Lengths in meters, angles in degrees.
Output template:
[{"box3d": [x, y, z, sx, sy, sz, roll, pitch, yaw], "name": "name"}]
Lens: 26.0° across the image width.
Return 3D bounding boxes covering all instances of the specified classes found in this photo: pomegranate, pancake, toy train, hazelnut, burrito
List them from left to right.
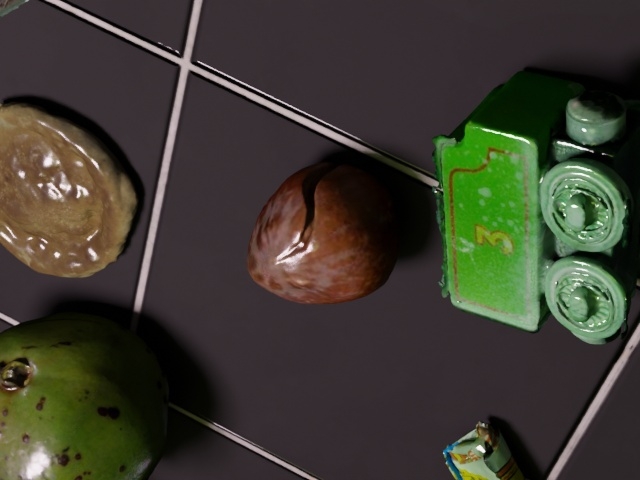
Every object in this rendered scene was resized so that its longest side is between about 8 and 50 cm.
[{"box3d": [-0.302, -0.050, 1.516, 0.236, 0.042, 0.222, -15, 116, 37], "name": "pancake"}, {"box3d": [-0.286, 0.213, 1.597, 0.254, 0.254, 0.270, -3, 147, 32], "name": "pomegranate"}, {"box3d": [0.000, 0.000, 1.318, 0.154, 0.143, 0.143, -23, 112, 42], "name": "hazelnut"}, {"box3d": [0.204, 0.315, 1.517, 0.104, 0.054, 0.288, -13, 119, 37], "name": "burrito"}, {"box3d": [0.201, -0.026, 1.187, 0.188, 0.132, 0.243, 18, 134, 28], "name": "toy train"}]

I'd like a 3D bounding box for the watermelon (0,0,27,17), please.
[{"box3d": [-0.282, -0.308, 1.272, 0.241, 0.094, 0.154, -23, 103, 39], "name": "watermelon"}]
